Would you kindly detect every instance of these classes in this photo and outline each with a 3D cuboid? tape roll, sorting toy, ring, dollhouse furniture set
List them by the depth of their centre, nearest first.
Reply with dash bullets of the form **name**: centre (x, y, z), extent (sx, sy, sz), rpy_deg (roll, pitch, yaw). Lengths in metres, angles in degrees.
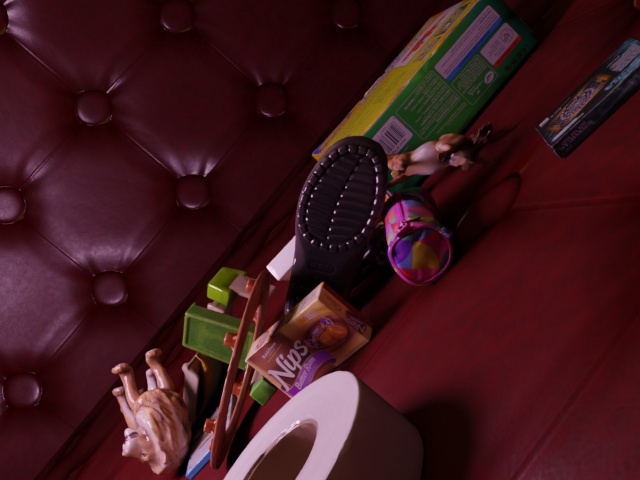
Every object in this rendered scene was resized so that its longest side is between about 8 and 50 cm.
- **tape roll**: centre (-0.018, 0.285, 0.947), extent (0.286, 0.100, 0.286), rpy_deg (-47, 11, 12)
- **ring**: centre (-0.139, 0.211, 1.417), extent (0.336, 0.032, 0.336), rpy_deg (14, -90, -88)
- **sorting toy**: centre (-0.061, 0.178, 1.607), extent (0.196, 0.047, 0.347), rpy_deg (-45, 12, 20)
- **dollhouse furniture set**: centre (-0.185, 0.239, 1.790), extent (0.197, 0.151, 0.301), rpy_deg (-56, -21, -57)

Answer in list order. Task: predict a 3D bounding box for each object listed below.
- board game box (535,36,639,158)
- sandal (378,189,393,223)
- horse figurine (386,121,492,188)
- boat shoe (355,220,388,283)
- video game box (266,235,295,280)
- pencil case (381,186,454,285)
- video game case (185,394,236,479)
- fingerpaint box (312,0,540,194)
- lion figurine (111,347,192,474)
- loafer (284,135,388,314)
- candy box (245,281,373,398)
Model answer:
- **board game box**: centre (0.390, -0.203, 1.199), extent (0.186, 0.026, 0.126), rpy_deg (-45, 12, 18)
- **sandal**: centre (0.057, 0.006, 1.627), extent (0.265, 0.102, 0.076), rpy_deg (-52, 9, 35)
- **horse figurine**: centre (0.196, -0.147, 1.533), extent (0.263, 0.066, 0.174), rpy_deg (-19, 14, 22)
- **boat shoe**: centre (0.104, 0.020, 1.524), extent (0.206, 0.075, 0.065), rpy_deg (-34, 61, 35)
- **video game box**: centre (0.000, 0.000, 1.777), extent (0.205, 0.048, 0.187), rpy_deg (-47, -18, 10)
- **pencil case**: centre (0.147, -0.015, 1.323), extent (0.104, 0.104, 0.236), rpy_deg (-47, 11, 12)
- **video game case**: centre (-0.204, 0.367, 1.608), extent (0.119, 0.015, 0.166), rpy_deg (-48, 11, 8)
- **fingerpaint box**: centre (0.212, -0.300, 1.852), extent (0.445, 0.163, 0.371), rpy_deg (-49, 12, -4)
- **lion figurine**: centre (-0.343, 0.375, 1.768), extent (0.142, 0.240, 0.392), rpy_deg (-22, -14, -12)
- **loafer**: centre (0.021, -0.015, 1.442), extent (0.130, 0.134, 0.366), rpy_deg (-63, -7, -65)
- **candy box**: centre (-0.019, 0.161, 1.342), extent (0.187, 0.109, 0.053), rpy_deg (-42, 14, 29)
